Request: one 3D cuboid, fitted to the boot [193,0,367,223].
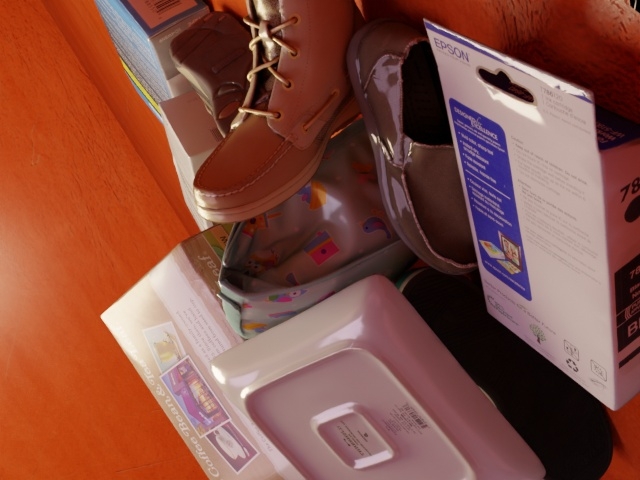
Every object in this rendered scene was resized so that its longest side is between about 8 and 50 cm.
[{"bbox_3d":[-0.043,-0.160,0.712,0.095,0.262,0.203,19,143,34],"label":"boot"}]

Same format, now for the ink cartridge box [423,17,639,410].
[{"bbox_3d":[0.182,-0.022,0.641,0.165,0.065,0.333,43,162,44],"label":"ink cartridge box"}]

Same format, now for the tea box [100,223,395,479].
[{"bbox_3d":[-0.057,0.135,1.147,0.220,0.323,0.329,-37,87,39],"label":"tea box"}]

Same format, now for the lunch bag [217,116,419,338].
[{"bbox_3d":[0.000,0.000,0.889,0.160,0.262,0.223,54,167,10],"label":"lunch bag"}]

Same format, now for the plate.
[{"bbox_3d":[0.044,0.194,0.860,0.278,0.045,0.277,-31,105,38],"label":"plate"}]

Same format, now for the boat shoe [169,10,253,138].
[{"bbox_3d":[-0.078,-0.176,1.091,0.355,0.132,0.130,56,179,40],"label":"boat shoe"}]

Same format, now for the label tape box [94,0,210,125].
[{"bbox_3d":[-0.256,-0.311,1.379,0.249,0.115,0.348,50,167,27],"label":"label tape box"}]

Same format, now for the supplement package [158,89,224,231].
[{"bbox_3d":[-0.154,-0.117,1.334,0.134,0.139,0.244,57,164,34],"label":"supplement package"}]

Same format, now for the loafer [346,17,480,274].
[{"bbox_3d":[0.099,-0.075,0.734,0.251,0.094,0.087,63,165,-20],"label":"loafer"}]

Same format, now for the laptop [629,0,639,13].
[{"bbox_3d":[0.185,-0.095,0.309,0.234,0.264,0.137,49,128,26],"label":"laptop"}]

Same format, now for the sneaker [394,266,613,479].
[{"bbox_3d":[0.177,0.138,0.903,0.295,0.124,0.178,47,178,-8],"label":"sneaker"}]
